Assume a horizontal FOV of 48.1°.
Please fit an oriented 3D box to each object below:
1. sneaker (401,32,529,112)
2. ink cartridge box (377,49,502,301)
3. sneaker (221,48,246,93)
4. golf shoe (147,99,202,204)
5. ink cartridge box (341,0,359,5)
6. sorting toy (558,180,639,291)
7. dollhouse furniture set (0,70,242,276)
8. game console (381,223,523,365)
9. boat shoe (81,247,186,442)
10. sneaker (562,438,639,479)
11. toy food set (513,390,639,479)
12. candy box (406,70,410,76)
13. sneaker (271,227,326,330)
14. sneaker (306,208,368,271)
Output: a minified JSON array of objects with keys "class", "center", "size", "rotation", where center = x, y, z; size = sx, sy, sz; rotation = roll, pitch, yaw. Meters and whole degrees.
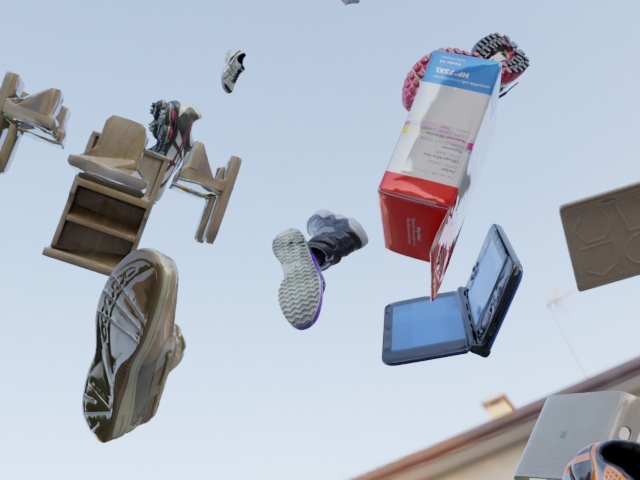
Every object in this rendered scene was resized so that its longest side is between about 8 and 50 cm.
[{"class":"sneaker","center":[0.247,-0.262,1.239],"size":[0.299,0.121,0.112],"rotation":[-25,-19,-39]},{"class":"ink cartridge box","center":[0.122,-0.067,0.762],"size":[0.078,0.231,0.134],"rotation":[16,-24,17]},{"class":"sneaker","center":[-0.157,-0.309,1.309],"size":[0.037,0.083,0.032],"rotation":[7,-1,22]},{"class":"golf shoe","center":[-0.365,-0.205,1.744],"size":[0.120,0.105,0.272],"rotation":[-2,-57,-42]},{"class":"ink cartridge box","center":[0.049,-0.458,1.313],"size":[0.048,0.083,0.028],"rotation":[-30,-14,-51]},{"class":"sorting toy","center":[0.582,-0.011,1.418],"size":[0.193,0.038,0.208],"rotation":[-17,-67,8]},{"class":"dollhouse furniture set","center":[-0.370,-0.066,1.236],"size":[0.362,0.256,0.394],"rotation":[19,-5,-14]},{"class":"game console","center":[0.237,0.094,1.346],"size":[0.173,0.293,0.250],"rotation":[18,-72,0]},{"class":"boat shoe","center":[-0.236,0.138,0.959],"size":[0.098,0.109,0.302],"rotation":[-8,-53,-46]},{"class":"sneaker","center":[0.494,0.432,1.033],"size":[0.125,0.321,0.180],"rotation":[-27,-27,-25]},{"class":"toy food set","center":[0.576,0.457,1.602],"size":[0.092,0.219,0.306],"rotation":[38,-25,-9]},{"class":"candy box","center":[0.296,-0.305,1.675],"size":[0.196,0.164,0.070],"rotation":[26,-44,-36]},{"class":"sneaker","center":[-0.031,0.110,1.670],"size":[0.102,0.293,0.146],"rotation":[-22,-48,10]},{"class":"sneaker","center":[0.000,0.000,1.898],"size":[0.153,0.269,0.101],"rotation":[-36,-68,-21]}]
